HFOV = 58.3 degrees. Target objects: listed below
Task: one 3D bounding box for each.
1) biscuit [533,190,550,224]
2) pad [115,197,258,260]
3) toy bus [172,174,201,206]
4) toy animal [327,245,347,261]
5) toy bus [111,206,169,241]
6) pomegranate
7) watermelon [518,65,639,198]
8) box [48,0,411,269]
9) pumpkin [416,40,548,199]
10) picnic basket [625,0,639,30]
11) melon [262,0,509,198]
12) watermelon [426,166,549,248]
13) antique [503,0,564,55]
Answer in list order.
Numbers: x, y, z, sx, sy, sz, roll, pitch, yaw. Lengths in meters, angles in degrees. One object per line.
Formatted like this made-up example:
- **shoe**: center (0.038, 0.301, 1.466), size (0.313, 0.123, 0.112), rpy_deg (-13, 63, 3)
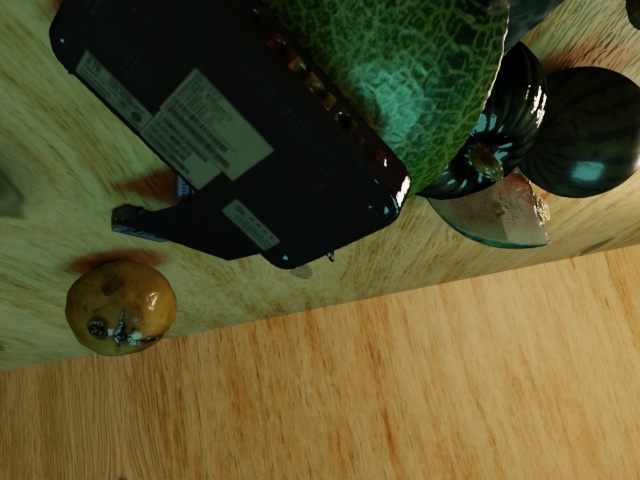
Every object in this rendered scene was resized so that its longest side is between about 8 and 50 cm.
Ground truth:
- **biscuit**: center (0.590, -0.090, 1.596), size (0.070, 0.082, 0.168), rpy_deg (-44, 154, 17)
- **pad**: center (-0.171, -0.018, 1.104), size (0.247, 0.007, 0.367), rpy_deg (-13, 163, 21)
- **toy bus**: center (-0.210, -0.097, 0.968), size (0.076, 0.073, 0.167), rpy_deg (-4, 160, -17)
- **toy animal**: center (0.008, 0.003, 1.518), size (0.105, 0.070, 0.202), rpy_deg (12, 163, -13)
- **toy bus**: center (-0.353, -0.029, 1.153), size (0.061, 0.051, 0.153), rpy_deg (-12, 167, 23)
- **pomegranate**: center (-0.490, 0.163, 1.414), size (0.260, 0.260, 0.260), rpy_deg (-11, 165, -3)
- **watermelon**: center (0.412, -0.171, 0.910), size (0.212, 0.212, 0.212), rpy_deg (-11, 165, -3)
- **box**: center (-0.088, -0.124, 0.561), size (0.350, 0.058, 0.211), rpy_deg (45, 140, -16)
- **pumpkin**: center (0.190, -0.161, 0.781), size (0.249, 0.216, 0.250), rpy_deg (-14, 142, -12)
- **picnic basket**: center (0.425, -0.300, 0.701), size (0.072, 0.072, 0.083), rpy_deg (-8, 177, -12)
- **melon**: center (0.025, -0.190, 0.626), size (0.331, 0.226, 0.343), rpy_deg (38, 150, -11)
- **watermelon**: center (0.378, -0.108, 1.329), size (0.289, 0.214, 0.320), rpy_deg (20, -152, 3)
- **antique**: center (0.203, -0.279, 0.579), size (0.086, 0.088, 0.183), rpy_deg (-4, 163, -27)
